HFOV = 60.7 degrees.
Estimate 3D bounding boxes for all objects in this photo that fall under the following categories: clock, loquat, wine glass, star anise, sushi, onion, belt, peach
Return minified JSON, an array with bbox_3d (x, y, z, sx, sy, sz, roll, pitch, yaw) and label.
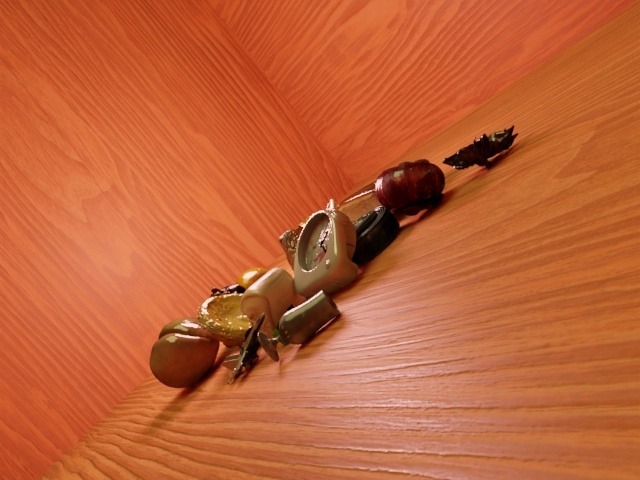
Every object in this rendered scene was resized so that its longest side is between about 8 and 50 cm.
[{"bbox_3d":[0.020,0.022,1.867,0.265,0.109,0.324,-35,45,48],"label":"clock"},{"bbox_3d":[-0.285,0.222,2.477,0.208,0.208,0.208,-39,7,6],"label":"loquat"},{"bbox_3d":[-0.059,0.241,1.561,0.231,0.103,0.103,-35,7,4],"label":"wine glass"},{"bbox_3d":[0.547,-0.282,1.815,0.272,0.102,0.272,-19,-13,-5],"label":"star anise"},{"bbox_3d":[-0.399,0.322,2.319,0.225,0.238,0.219,-56,4,29],"label":"sushi"},{"bbox_3d":[0.312,-0.180,1.894,0.246,0.190,0.246,-7,5,1],"label":"onion"},{"bbox_3d":[0.164,-0.015,1.945,0.206,0.116,0.267,-26,19,48],"label":"belt"},{"bbox_3d":[-0.534,0.441,2.173,0.292,0.247,0.292,-21,25,10],"label":"peach"}]

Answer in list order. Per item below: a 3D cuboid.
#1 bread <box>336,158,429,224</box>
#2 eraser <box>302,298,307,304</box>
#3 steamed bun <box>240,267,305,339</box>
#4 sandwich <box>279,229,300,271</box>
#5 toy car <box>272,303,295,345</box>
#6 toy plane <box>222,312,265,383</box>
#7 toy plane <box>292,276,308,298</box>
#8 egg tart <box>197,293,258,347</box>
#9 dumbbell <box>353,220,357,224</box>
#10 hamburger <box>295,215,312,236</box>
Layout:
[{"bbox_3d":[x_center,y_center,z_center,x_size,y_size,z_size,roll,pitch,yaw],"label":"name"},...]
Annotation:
[{"bbox_3d":[0.272,-0.193,2.245,0.324,0.143,0.333,-32,5,-28],"label":"bread"},{"bbox_3d":[-0.111,0.242,2.020,0.122,0.052,0.029,-37,9,12],"label":"eraser"},{"bbox_3d":[-0.170,0.214,1.909,0.170,0.200,0.225,-12,18,37],"label":"steamed bun"},{"bbox_3d":[-0.046,0.109,2.281,0.100,0.288,0.254,-34,-38,-12],"label":"sandwich"},{"bbox_3d":[-0.100,0.268,1.744,0.062,0.071,0.165,-52,2,23],"label":"toy car"},{"bbox_3d":[-0.224,0.345,1.756,0.262,0.088,0.192,-53,4,20],"label":"toy plane"},{"bbox_3d":[-0.052,0.166,2.048,0.235,0.096,0.060,-14,22,31],"label":"toy plane"},{"bbox_3d":[-0.308,0.304,2.034,0.315,0.315,0.120,-55,-23,-65],"label":"egg tart"},{"bbox_3d":[0.142,-0.024,2.194,0.100,0.100,0.191,-42,8,-17],"label":"dumbbell"},{"bbox_3d":[0.008,-0.016,2.401,0.149,0.237,0.237,-44,8,-29],"label":"hamburger"}]
